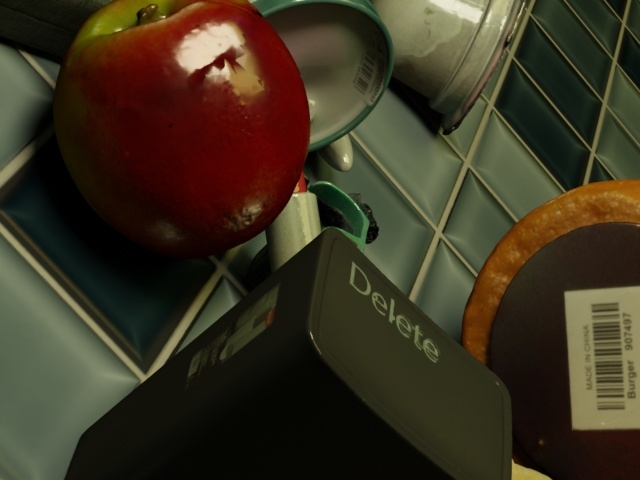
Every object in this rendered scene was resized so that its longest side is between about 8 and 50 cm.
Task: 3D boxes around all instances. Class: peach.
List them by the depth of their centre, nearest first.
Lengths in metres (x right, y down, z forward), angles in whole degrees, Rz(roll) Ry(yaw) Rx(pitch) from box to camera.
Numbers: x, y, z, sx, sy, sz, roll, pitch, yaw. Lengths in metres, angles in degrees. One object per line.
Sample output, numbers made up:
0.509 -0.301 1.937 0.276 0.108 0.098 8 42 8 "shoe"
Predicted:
-0.093 -0.079 1.091 0.197 0.197 0.197 37 33 -29 "peach"

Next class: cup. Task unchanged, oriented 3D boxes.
-0.045 -0.183 1.294 0.300 0.167 0.173 60 3 -46 "cup"

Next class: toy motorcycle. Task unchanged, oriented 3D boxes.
0.000 0.000 1.261 0.100 0.058 0.173 39 33 -14 "toy motorcycle"

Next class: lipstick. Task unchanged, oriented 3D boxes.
-0.017 0.019 1.153 0.063 0.057 0.186 -3 80 -31 "lipstick"

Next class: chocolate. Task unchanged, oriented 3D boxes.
0.121 -0.231 1.591 0.147 0.221 0.221 30 32 -3 "chocolate"

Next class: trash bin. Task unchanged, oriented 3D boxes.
-0.024 0.127 0.910 0.165 0.225 0.115 42 31 -21 "trash bin"

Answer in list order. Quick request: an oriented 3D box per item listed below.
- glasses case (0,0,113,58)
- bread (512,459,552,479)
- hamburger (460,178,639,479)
-0.254 -0.222 1.102 0.323 0.074 0.131 18 44 -47 "glasses case"
0.106 0.238 1.128 0.316 0.054 0.316 29 32 -20 "bread"
0.306 0.109 1.336 0.250 0.330 0.330 2 57 -57 "hamburger"
